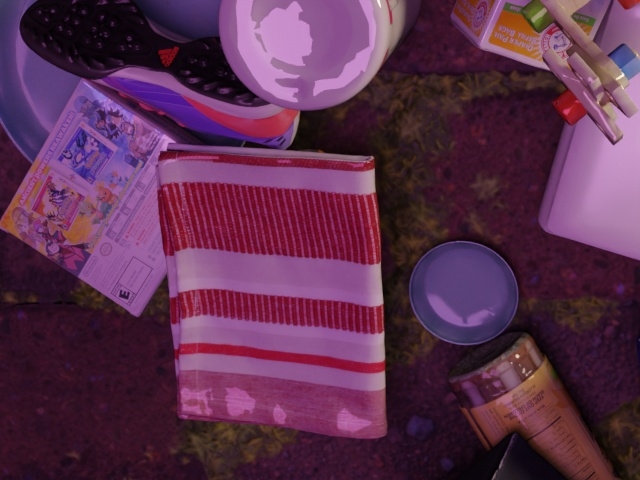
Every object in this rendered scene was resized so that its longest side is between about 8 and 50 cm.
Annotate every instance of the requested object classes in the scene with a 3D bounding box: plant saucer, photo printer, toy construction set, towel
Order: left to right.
[{"bbox_3d":[-0.211,-0.195,1.970,0.318,0.043,0.317,4,108,11],"label":"plant saucer"},{"bbox_3d":[-0.050,0.058,1.925,0.237,0.037,0.329,4,117,14],"label":"towel"},{"bbox_3d":[0.156,0.054,1.973,0.119,0.021,0.119,4,109,11],"label":"plant saucer"},{"bbox_3d":[0.310,-0.242,1.663,0.328,0.151,0.215,-41,100,-10],"label":"toy construction set"},{"bbox_3d":[0.378,-0.123,1.817,0.256,0.107,0.307,17,111,7],"label":"photo printer"}]

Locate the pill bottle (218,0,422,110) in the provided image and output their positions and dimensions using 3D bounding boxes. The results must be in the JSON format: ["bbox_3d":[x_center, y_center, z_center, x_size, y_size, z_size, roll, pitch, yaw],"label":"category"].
[{"bbox_3d":[0.012,-0.234,1.773,0.160,0.283,0.160,4,108,12],"label":"pill bottle"}]

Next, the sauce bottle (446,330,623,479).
[{"bbox_3d":[0.265,0.263,1.970,0.111,0.111,0.344,-28,101,20],"label":"sauce bottle"}]

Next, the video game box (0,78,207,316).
[{"bbox_3d":[-0.222,-0.049,1.972,0.187,0.048,0.205,33,112,-2],"label":"video game box"}]

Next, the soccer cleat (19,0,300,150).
[{"bbox_3d":[-0.169,-0.171,1.895,0.318,0.108,0.116,17,149,18],"label":"soccer cleat"}]

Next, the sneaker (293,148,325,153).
[{"bbox_3d":[0.000,0.000,1.964,0.083,0.084,0.215,-22,105,6],"label":"sneaker"}]

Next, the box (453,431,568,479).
[{"bbox_3d":[0.192,0.547,1.922,0.472,0.297,0.480,41,128,-4],"label":"box"}]

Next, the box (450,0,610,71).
[{"bbox_3d":[0.226,-0.276,1.780,0.114,0.103,0.203,17,108,-20],"label":"box"}]

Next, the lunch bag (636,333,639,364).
[{"bbox_3d":[0.375,0.159,1.849,0.090,0.219,0.176,-10,106,10],"label":"lunch bag"}]
